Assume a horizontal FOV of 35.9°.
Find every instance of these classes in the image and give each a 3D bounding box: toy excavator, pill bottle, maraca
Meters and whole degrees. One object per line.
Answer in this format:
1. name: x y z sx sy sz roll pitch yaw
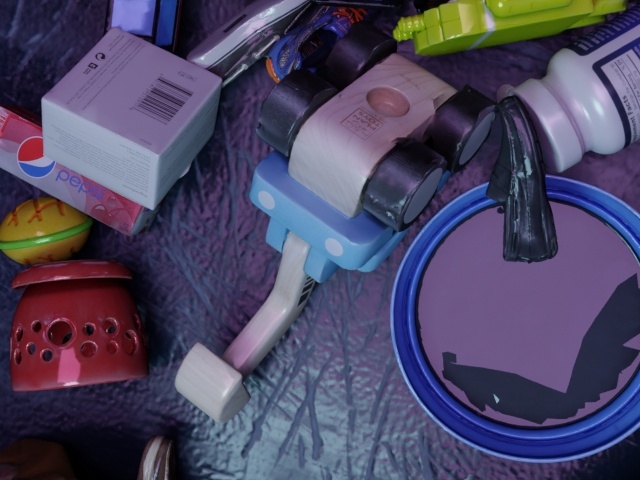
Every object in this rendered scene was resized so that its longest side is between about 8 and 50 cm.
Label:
1. toy excavator: 0.000 0.000 1.318 0.222 0.433 0.445 34 140 16
2. pill bottle: 0.388 -0.205 1.267 0.265 0.153 0.153 -30 88 0
3. maraca: -0.419 -0.010 1.431 0.186 0.127 0.099 -8 102 16

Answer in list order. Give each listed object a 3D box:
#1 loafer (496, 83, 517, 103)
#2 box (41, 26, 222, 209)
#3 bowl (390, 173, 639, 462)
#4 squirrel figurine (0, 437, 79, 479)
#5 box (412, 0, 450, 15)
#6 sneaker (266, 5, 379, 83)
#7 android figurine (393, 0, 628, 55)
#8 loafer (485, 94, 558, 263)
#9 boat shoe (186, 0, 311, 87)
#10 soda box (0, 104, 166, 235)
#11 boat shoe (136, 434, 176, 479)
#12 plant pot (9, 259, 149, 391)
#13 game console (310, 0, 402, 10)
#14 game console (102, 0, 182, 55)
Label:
1. loafer: 0.290 -0.163 1.363 0.045 0.039 0.125 -39 83 42
2. box: -0.258 -0.170 1.356 0.182 0.181 0.119 26 141 6
3. bowl: 0.292 0.104 1.352 0.391 0.077 0.391 0 93 8
4. squirrel figurine: -0.381 0.496 1.340 0.397 0.281 0.370 -7 100 39
5. box: 0.271 -0.350 1.242 0.322 0.257 0.079 -5 91 9
6. sneaker: 0.025 -0.292 1.348 0.083 0.087 0.221 42 86 -26
7. android figurine: 0.227 -0.276 1.214 0.273 0.248 0.056 -9 93 1
8. loafer: 0.247 -0.072 1.252 0.078 0.076 0.223 -11 111 10
9. boat shoe: -0.084 -0.294 1.398 0.219 0.078 0.070 -35 120 3
10. soda box: -0.357 -0.104 1.431 0.263 0.092 0.083 28 99 6
11. boat shoe: -0.217 0.408 1.442 0.095 0.095 0.257 6 104 3
12. plant pot: -0.343 0.120 1.398 0.191 0.191 0.174 -7 82 9
13. game console: 0.050 -0.362 1.292 0.122 0.107 0.071 4 138 2
14. game console: -0.252 -0.337 1.406 0.124 0.085 0.144 8 93 2
